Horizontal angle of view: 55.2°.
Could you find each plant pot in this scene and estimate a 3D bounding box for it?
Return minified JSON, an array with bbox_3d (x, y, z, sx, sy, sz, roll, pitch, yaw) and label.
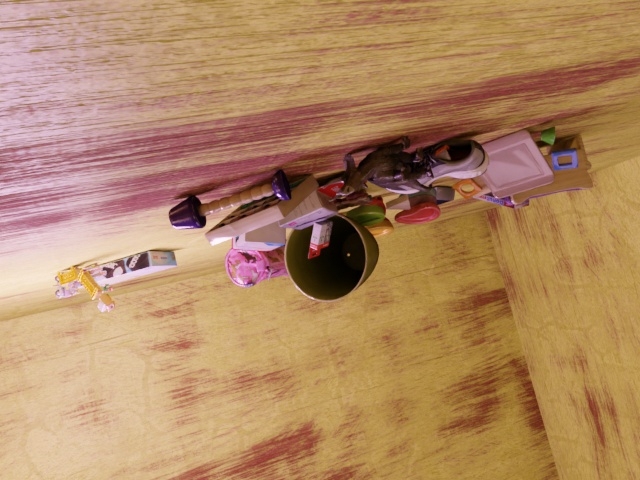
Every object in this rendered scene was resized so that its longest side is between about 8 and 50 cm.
[{"bbox_3d":[0.073,0.041,1.969,0.275,0.274,0.294,-17,176,25],"label":"plant pot"}]

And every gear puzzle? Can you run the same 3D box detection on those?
[{"bbox_3d":[-0.008,-0.108,1.918,0.339,0.044,0.175,-13,177,12],"label":"gear puzzle"}]

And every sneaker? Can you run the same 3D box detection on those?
[{"bbox_3d":[0.274,-0.194,1.522,0.272,0.100,0.108,-14,153,19],"label":"sneaker"}]

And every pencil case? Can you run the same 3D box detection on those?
[{"bbox_3d":[-0.187,0.076,2.245,0.160,0.167,0.386,-40,168,19],"label":"pencil case"}]

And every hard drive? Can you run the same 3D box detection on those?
[{"bbox_3d":[0.434,-0.166,2.433,0.172,0.054,0.255,-17,174,27],"label":"hard drive"}]

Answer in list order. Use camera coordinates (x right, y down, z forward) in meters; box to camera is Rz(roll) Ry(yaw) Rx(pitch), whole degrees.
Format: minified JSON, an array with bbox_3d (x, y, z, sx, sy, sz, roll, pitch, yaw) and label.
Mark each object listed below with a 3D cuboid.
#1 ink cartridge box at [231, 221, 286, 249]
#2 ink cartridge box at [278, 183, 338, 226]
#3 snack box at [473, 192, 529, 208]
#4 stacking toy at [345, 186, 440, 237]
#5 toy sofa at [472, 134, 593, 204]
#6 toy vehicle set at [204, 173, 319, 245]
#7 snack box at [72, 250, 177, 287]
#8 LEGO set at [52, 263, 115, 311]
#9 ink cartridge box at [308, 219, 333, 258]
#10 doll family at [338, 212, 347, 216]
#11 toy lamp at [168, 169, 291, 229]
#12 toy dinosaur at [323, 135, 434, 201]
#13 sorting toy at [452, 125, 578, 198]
[{"bbox_3d":[-0.208,-0.013,1.984,0.134,0.077,0.231,4,171,-20],"label":"ink cartridge box"},{"bbox_3d":[0.016,-0.104,1.680,0.239,0.060,0.275,-22,176,9],"label":"ink cartridge box"},{"bbox_3d":[0.566,-0.132,1.923,0.064,0.022,0.178,-13,-159,-28],"label":"snack box"},{"bbox_3d":[0.231,-0.127,2.075,0.309,0.130,0.280,-18,159,28],"label":"stacking toy"},{"bbox_3d":[0.657,-0.206,1.908,0.363,0.177,0.150,-13,176,-23],"label":"toy sofa"},{"bbox_3d":[-0.146,-0.073,1.502,0.267,0.035,0.166,-18,-161,39],"label":"toy vehicle set"},{"bbox_3d":[-0.697,0.105,2.172,0.322,0.060,0.187,-15,175,12],"label":"snack box"},{"bbox_3d":[-0.751,0.140,2.008,0.287,0.132,0.107,8,-166,32],"label":"LEGO set"},{"bbox_3d":[0.000,0.000,1.794,0.029,0.115,0.063,21,-159,29],"label":"ink cartridge box"},{"bbox_3d":[0.018,-0.026,2.426,0.263,0.118,0.163,-15,175,9],"label":"doll family"},{"bbox_3d":[-0.204,-0.084,1.362,0.275,0.080,0.080,-15,175,8],"label":"toy lamp"},{"bbox_3d":[0.156,-0.165,1.406,0.160,0.120,0.314,-5,-178,38],"label":"toy dinosaur"},{"bbox_3d":[0.525,-0.214,1.695,0.348,0.047,0.196,-18,131,34],"label":"sorting toy"}]
